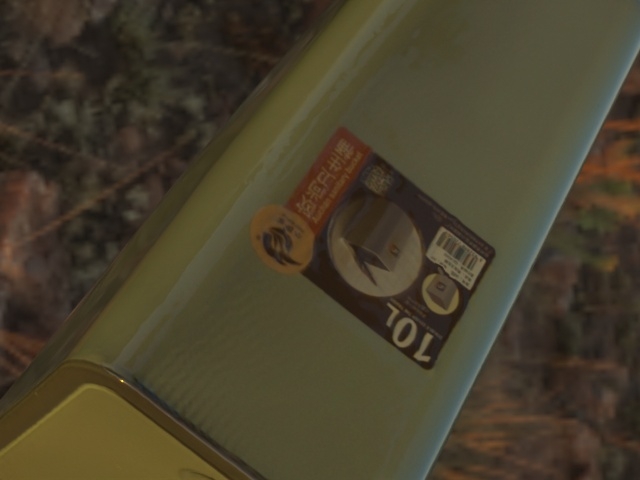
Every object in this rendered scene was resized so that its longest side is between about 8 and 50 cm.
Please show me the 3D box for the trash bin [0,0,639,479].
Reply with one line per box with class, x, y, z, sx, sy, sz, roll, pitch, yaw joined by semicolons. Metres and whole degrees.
trash bin;0.000;0.000;0.831;0.158;0.223;0.343;37;61;-9
